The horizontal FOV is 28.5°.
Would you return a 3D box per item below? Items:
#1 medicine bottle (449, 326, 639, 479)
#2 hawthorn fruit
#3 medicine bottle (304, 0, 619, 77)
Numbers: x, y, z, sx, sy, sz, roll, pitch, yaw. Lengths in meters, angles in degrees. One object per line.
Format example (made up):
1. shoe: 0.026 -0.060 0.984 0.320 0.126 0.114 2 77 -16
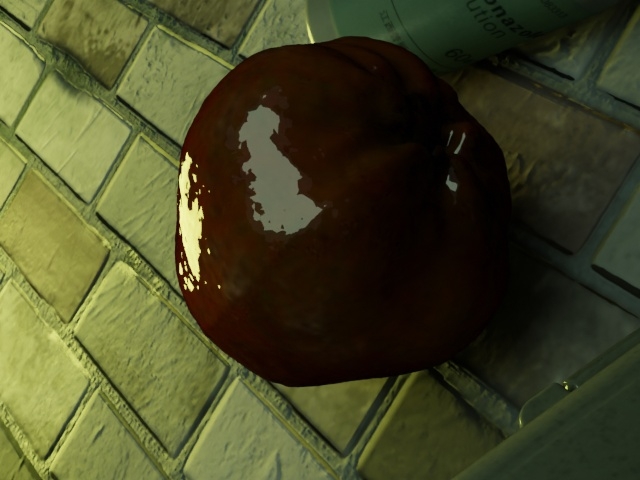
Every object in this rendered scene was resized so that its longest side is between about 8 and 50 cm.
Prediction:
1. medicine bottle: 0.218 0.108 0.464 0.375 0.123 0.282 -33 36 -13
2. hawthorn fruit: 0.000 0.000 0.815 0.261 0.224 0.224 -45 41 44
3. medicine bottle: 0.148 -0.195 0.827 0.352 0.110 0.110 -18 57 41
